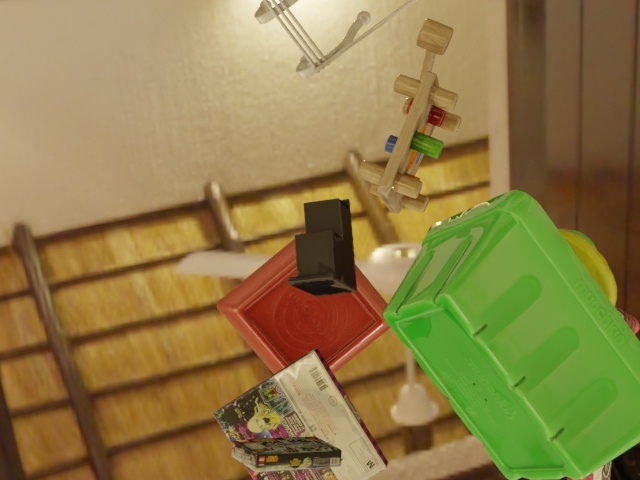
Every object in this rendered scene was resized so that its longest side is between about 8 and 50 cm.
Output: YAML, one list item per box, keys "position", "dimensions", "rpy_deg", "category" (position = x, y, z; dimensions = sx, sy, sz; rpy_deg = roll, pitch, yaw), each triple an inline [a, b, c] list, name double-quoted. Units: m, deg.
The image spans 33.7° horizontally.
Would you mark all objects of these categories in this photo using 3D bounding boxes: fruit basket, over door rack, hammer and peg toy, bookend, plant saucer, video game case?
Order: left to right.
- position: [-0.034, 0.332, 1.780]
  dimensions: [0.210, 0.232, 0.042]
  rpy_deg: [-33, 177, 9]
  category: "video game case"
- position: [-0.021, 0.141, 2.024]
  dimensions: [0.259, 0.258, 0.048]
  rpy_deg: [-39, -169, 1]
  category: "plant saucer"
- position: [0.000, 0.000, 1.664]
  dimensions: [0.072, 0.156, 0.157]
  rpy_deg: [-7, 169, 14]
  category: "bookend"
- position: [0.042, -0.408, 1.511]
  dimensions: [0.324, 0.239, 0.108]
  rpy_deg: [-28, -149, 20]
  category: "over door rack"
- position: [0.206, -0.236, 2.110]
  dimensions: [0.127, 0.361, 0.266]
  rpy_deg: [22, 176, 12]
  category: "hammer and peg toy"
- position: [0.311, 0.094, 1.423]
  dimensions: [0.392, 0.392, 0.283]
  rpy_deg: [-19, 177, -28]
  category: "fruit basket"

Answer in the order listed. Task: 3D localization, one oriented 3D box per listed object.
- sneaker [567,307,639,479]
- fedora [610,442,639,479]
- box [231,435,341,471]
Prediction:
- position: [0.433, 0.246, 1.618]
  dimensions: [0.112, 0.299, 0.121]
  rpy_deg: [8, 171, -13]
  category: "sneaker"
- position: [0.570, 0.393, 1.830]
  dimensions: [0.243, 0.124, 0.275]
  rpy_deg: [-43, -134, 5]
  category: "fedora"
- position: [-0.050, 0.311, 1.546]
  dimensions: [0.137, 0.027, 0.094]
  rpy_deg: [2, -178, -27]
  category: "box"
